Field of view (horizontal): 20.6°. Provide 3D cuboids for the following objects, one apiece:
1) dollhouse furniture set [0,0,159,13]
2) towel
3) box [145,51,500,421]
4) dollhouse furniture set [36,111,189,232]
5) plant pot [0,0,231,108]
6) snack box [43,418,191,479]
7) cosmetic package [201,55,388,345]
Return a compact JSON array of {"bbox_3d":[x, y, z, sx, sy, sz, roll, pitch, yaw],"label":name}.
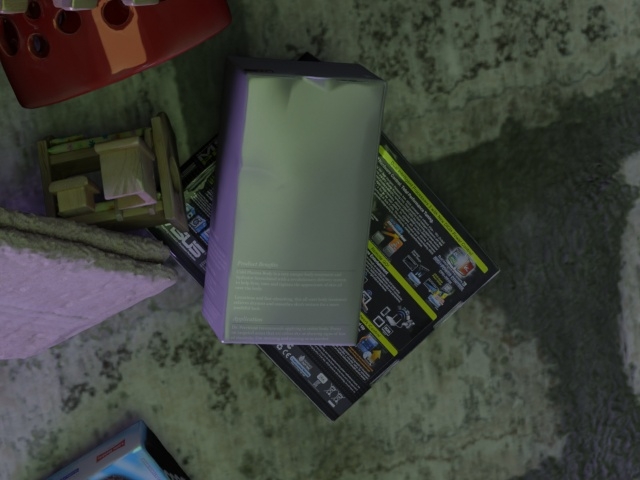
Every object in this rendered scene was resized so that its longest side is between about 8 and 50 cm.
[{"bbox_3d":[-0.313,-0.235,1.267,0.201,0.374,0.152,-14,104,-43],"label":"dollhouse furniture set"},{"bbox_3d":[-0.261,0.035,1.446,0.187,0.282,0.049,-28,70,22],"label":"towel"},{"bbox_3d":[0.000,0.000,1.610,0.216,0.060,0.270,-43,111,0],"label":"box"},{"bbox_3d":[-0.221,-0.055,1.471,0.181,0.161,0.101,-11,77,6],"label":"dollhouse furniture set"},{"bbox_3d":[-0.191,-0.219,1.432,0.191,0.191,0.174,-26,103,-6],"label":"plant pot"},{"bbox_3d":[-0.152,0.341,1.651,0.187,0.060,0.322,-33,111,8],"label":"snack box"},{"bbox_3d":[-0.025,-0.034,1.508,0.127,0.107,0.238,4,101,-16],"label":"cosmetic package"}]
